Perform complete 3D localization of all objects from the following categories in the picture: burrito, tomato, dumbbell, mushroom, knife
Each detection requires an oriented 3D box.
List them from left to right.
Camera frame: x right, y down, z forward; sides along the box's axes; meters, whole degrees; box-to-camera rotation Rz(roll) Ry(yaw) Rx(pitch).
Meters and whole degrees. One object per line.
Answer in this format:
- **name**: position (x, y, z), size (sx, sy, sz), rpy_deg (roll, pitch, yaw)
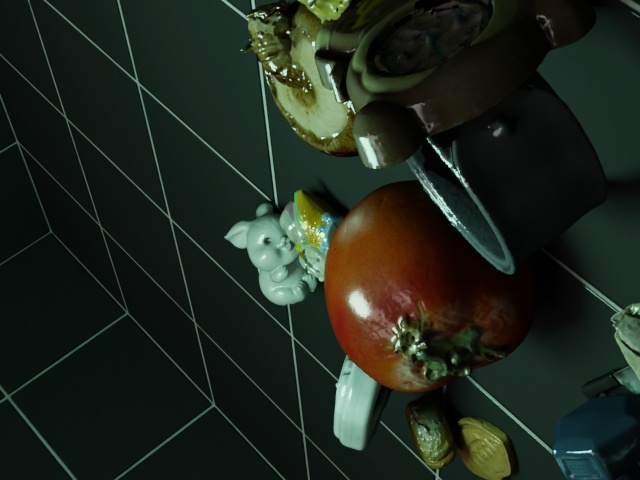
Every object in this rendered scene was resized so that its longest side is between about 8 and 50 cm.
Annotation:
- **mushroom**: position (0.013, -0.257, 1.704), size (0.278, 0.163, 0.297), rpy_deg (53, 160, -20)
- **tomato**: position (0.154, 0.061, 1.718), size (0.321, 0.321, 0.321), rpy_deg (43, 156, 25)
- **knife**: position (0.454, 0.201, 1.661), size (0.060, 0.028, 0.230), rpy_deg (40, 154, 2)
- **dumbbell**: position (0.472, 0.384, 1.698), size (0.316, 0.156, 0.143), rpy_deg (58, 173, -13)
- **burrito**: position (0.475, 0.202, 1.547), size (0.275, 0.082, 0.059), rpy_deg (62, -164, -21)

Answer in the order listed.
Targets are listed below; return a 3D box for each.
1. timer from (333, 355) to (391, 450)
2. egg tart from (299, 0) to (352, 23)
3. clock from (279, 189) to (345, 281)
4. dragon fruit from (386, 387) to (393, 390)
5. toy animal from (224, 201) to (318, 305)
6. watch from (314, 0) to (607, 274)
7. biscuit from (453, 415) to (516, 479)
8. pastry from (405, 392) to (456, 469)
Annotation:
- **timer**: position (0.093, 0.248, 2.145), size (0.087, 0.262, 0.237), rpy_deg (16, 147, 12)
- **egg tart**: position (-0.026, -0.419, 1.479), size (0.297, 0.132, 0.297), rpy_deg (169, 90, -72)
- **clock**: position (0.000, 0.000, 2.171), size (0.144, 0.103, 0.231), rpy_deg (15, 138, 45)
- **dragon fruit**: position (0.197, 0.225, 2.076), size (0.110, 0.153, 0.153), rpy_deg (28, 151, 15)
- **toy animal**: position (-0.093, 0.028, 2.371), size (0.178, 0.127, 0.193), rpy_deg (18, 141, 58)
- **watch**: position (0.191, -0.142, 1.421), size (0.327, 0.314, 0.335), rpy_deg (56, 176, -36)
- **biscuit**: position (0.314, 0.405, 2.223), size (0.142, 0.029, 0.221), rpy_deg (50, 158, 10)
- **pastry**: position (0.219, 0.378, 2.259), size (0.153, 0.081, 0.153), rpy_deg (165, 90, -85)
